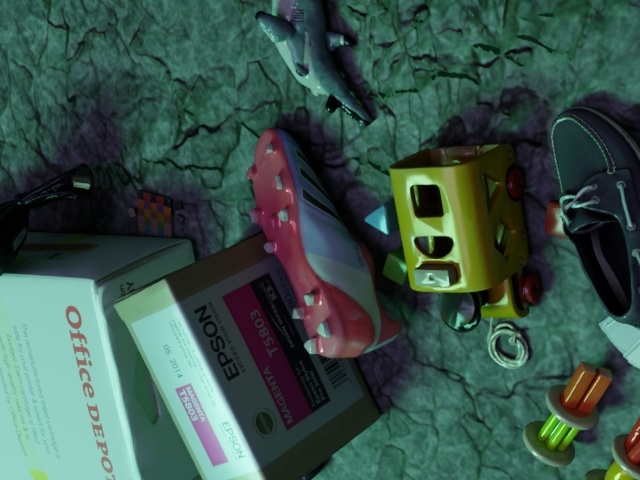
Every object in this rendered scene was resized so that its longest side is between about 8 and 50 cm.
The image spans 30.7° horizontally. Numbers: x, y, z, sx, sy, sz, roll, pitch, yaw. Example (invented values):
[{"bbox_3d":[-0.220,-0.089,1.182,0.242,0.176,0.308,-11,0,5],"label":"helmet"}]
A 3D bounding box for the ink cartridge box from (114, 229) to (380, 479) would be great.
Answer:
[{"bbox_3d":[-0.067,0.121,1.169,0.088,0.193,0.234,-24,93,40],"label":"ink cartridge box"}]

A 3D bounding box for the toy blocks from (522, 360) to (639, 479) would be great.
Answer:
[{"bbox_3d":[0.261,0.155,1.028,0.123,0.054,0.148,39,126,18],"label":"toy blocks"}]

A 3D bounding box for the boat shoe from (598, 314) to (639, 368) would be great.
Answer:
[{"bbox_3d":[0.293,0.027,0.956,0.063,0.066,0.184,42,137,15],"label":"boat shoe"}]

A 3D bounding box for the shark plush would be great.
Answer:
[{"bbox_3d":[0.000,-0.178,1.098,0.067,0.073,0.161,-31,82,10],"label":"shark plush"}]

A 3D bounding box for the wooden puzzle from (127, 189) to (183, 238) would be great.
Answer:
[{"bbox_3d":[-0.186,-0.029,1.321,0.083,0.006,0.049,16,116,31],"label":"wooden puzzle"}]

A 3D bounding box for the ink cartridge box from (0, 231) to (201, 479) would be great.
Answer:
[{"bbox_3d":[-0.313,0.143,1.381,0.385,0.160,0.279,2,110,37],"label":"ink cartridge box"}]

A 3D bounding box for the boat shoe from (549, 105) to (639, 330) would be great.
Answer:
[{"bbox_3d":[0.228,-0.023,0.941,0.075,0.065,0.206,-43,57,44],"label":"boat shoe"}]

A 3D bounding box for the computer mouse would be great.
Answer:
[{"bbox_3d":[-0.329,-0.010,1.277,0.184,0.262,0.060,-25,103,3],"label":"computer mouse"}]

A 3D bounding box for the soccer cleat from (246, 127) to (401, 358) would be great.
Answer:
[{"bbox_3d":[0.000,0.000,1.150,0.083,0.095,0.248,-50,54,51],"label":"soccer cleat"}]

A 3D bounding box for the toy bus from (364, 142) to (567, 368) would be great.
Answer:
[{"bbox_3d":[0.125,0.012,1.042,0.202,0.104,0.191,43,128,16],"label":"toy bus"}]

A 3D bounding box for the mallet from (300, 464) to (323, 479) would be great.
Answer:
[{"bbox_3d":[-0.072,0.268,1.335,0.190,0.039,0.062,-35,87,44],"label":"mallet"}]
